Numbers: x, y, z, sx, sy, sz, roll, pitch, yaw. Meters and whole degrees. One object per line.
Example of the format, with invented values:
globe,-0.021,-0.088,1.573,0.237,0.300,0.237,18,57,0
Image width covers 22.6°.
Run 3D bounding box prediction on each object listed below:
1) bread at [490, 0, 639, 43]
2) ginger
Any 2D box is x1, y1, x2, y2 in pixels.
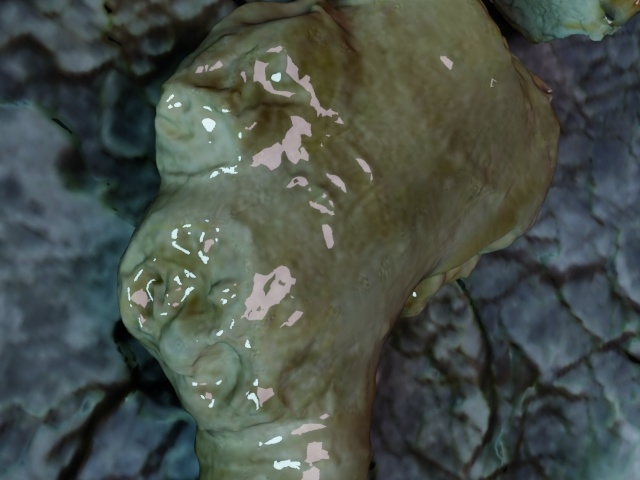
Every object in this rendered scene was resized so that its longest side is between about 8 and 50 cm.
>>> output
bread,0.085,-0.119,0.566,0.070,0.076,0.083,-43,112,-18
ginger,-0.003,-0.004,0.495,0.137,0.074,0.213,40,71,-28
